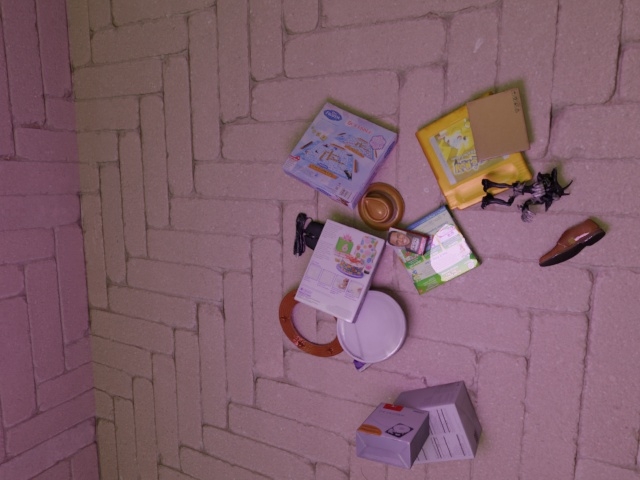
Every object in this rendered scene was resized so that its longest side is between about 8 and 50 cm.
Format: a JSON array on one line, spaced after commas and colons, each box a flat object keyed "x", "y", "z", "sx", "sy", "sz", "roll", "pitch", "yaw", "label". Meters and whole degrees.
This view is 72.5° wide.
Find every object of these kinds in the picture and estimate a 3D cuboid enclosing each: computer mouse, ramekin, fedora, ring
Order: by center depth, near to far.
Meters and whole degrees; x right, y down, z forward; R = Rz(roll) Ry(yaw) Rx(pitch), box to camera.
[{"x": 0.218, "y": -0.124, "z": 1.658, "sx": 0.194, "sy": 0.079, "sz": 0.195, "roll": 4, "pitch": 98, "yaw": 26, "label": "fedora"}, {"x": 0.206, "y": 0.331, "z": 1.663, "sx": 0.272, "sy": 0.127, "sz": 0.273, "roll": -8, "pitch": 71, "yaw": 24, "label": "ramekin"}, {"x": 0.000, "y": 0.000, "z": 1.788, "sx": 0.272, "sy": 0.072, "sz": 0.189, "roll": 12, "pitch": 101, "yaw": 25, "label": "computer mouse"}, {"x": -0.032, "y": 0.353, "z": 1.828, "sx": 0.336, "sy": 0.032, "sz": 0.337, "roll": 11, "pitch": 118, "yaw": 22, "label": "ring"}]

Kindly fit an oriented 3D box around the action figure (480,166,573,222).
[{"x": 0.657, "y": -0.140, "z": 1.381, "sx": 0.275, "sy": 0.141, "sz": 0.164, "roll": 0, "pitch": 131, "yaw": 12, "label": "action figure"}]

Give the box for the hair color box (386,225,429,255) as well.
[{"x": 0.316, "y": 0.001, "z": 1.588, "sx": 0.141, "sy": 0.043, "sz": 0.072, "roll": 17, "pitch": 105, "yaw": 24, "label": "hair color box"}]

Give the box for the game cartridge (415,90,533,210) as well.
[{"x": 0.520, "y": -0.295, "z": 1.500, "sx": 0.285, "sy": 0.052, "sz": 0.324, "roll": -26, "pitch": 85, "yaw": 27, "label": "game cartridge"}]

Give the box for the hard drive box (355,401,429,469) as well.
[{"x": 0.243, "y": 0.638, "z": 1.446, "sx": 0.181, "sy": 0.232, "sz": 0.089, "roll": 0, "pitch": 94, "yaw": 27, "label": "hard drive box"}]

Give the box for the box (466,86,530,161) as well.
[{"x": 0.577, "y": -0.375, "z": 1.423, "sx": 0.164, "sy": 0.021, "sz": 0.201, "roll": -11, "pitch": 94, "yaw": 27, "label": "box"}]

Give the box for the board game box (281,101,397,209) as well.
[{"x": 0.071, "y": -0.322, "z": 1.633, "sx": 0.318, "sy": 0.066, "sz": 0.318, "roll": 31, "pitch": 81, "yaw": 19, "label": "board game box"}]

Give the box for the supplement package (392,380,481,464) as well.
[{"x": 0.418, "y": 0.668, "z": 1.603, "sx": 0.262, "sy": 0.199, "sz": 0.198, "roll": -22, "pitch": 86, "yaw": 28, "label": "supplement package"}]

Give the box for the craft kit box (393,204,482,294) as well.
[{"x": 0.414, "y": 0.037, "z": 1.599, "sx": 0.249, "sy": 0.061, "sz": 0.247, "roll": -32, "pitch": 80, "yaw": 27, "label": "craft kit box"}]

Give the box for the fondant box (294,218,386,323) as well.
[{"x": 0.078, "y": 0.115, "z": 1.642, "sx": 0.238, "sy": 0.096, "sz": 0.331, "roll": 21, "pitch": 86, "yaw": 18, "label": "fondant box"}]

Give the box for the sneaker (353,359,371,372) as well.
[{"x": 0.194, "y": 0.467, "z": 1.763, "sx": 0.170, "sy": 0.068, "sz": 0.071, "roll": -44, "pitch": 72, "yaw": 25, "label": "sneaker"}]

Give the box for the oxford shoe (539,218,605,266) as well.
[{"x": 0.796, "y": 0.011, "z": 1.409, "sx": 0.212, "sy": 0.076, "sz": 0.076, "roll": -41, "pitch": 49, "yaw": 27, "label": "oxford shoe"}]
